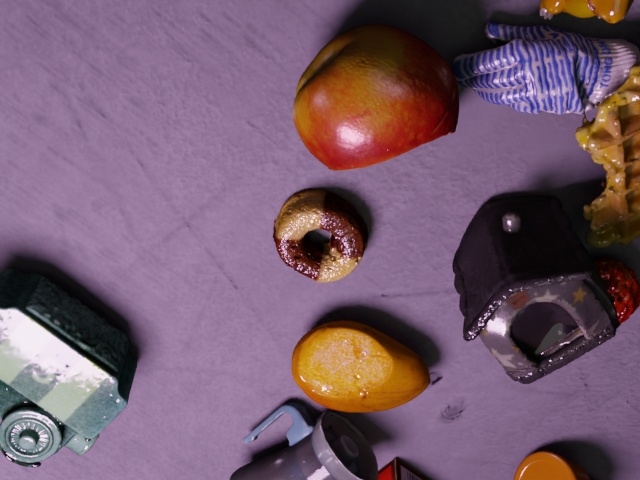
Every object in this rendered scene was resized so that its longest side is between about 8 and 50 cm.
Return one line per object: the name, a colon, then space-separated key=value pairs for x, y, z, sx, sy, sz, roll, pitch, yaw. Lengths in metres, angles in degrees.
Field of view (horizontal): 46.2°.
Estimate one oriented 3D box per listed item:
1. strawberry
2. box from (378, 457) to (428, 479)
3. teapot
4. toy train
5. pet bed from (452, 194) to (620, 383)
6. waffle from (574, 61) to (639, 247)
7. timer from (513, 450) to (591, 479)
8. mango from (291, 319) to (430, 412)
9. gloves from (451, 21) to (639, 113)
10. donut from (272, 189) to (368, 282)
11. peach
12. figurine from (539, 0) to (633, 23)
strawberry: x=0.386 y=0.110 z=1.091 sx=0.121 sy=0.082 sz=0.188 roll=33 pitch=112 yaw=-17
box: x=0.169 y=0.504 z=1.324 sx=0.239 sy=0.074 sz=0.153 roll=38 pitch=110 yaw=-15
teapot: x=-0.039 y=0.385 z=1.229 sx=0.225 sy=0.171 sz=0.203 roll=-43 pitch=79 yaw=15
toy train: x=-0.434 y=0.191 z=1.140 sx=0.238 sy=0.167 sz=0.299 roll=-43 pitch=110 yaw=12
pet bed: x=0.269 y=0.050 z=0.988 sx=0.183 sy=0.211 sz=0.159 roll=-34 pitch=114 yaw=22
waffle: x=0.438 y=-0.117 z=0.934 sx=0.281 sy=0.058 sz=0.301 roll=-8 pitch=128 yaw=-15
timer: x=0.420 y=0.426 z=1.255 sx=0.152 sy=0.132 sz=0.132 roll=16 pitch=121 yaw=-34
mango: x=0.062 y=0.194 z=1.144 sx=0.217 sy=0.102 sz=0.141 roll=10 pitch=95 yaw=-6
gloves: x=0.276 y=-0.212 z=0.921 sx=0.229 sy=0.097 sz=0.119 roll=-2 pitch=89 yaw=9
donut: x=0.000 y=0.000 z=1.064 sx=0.140 sy=0.059 sz=0.141 roll=0 pitch=117 yaw=0
peach: x=0.070 y=-0.158 z=0.903 sx=0.192 sy=0.190 sz=0.190 roll=34 pitch=115 yaw=-16
figurine: x=0.307 y=-0.302 z=0.820 sx=0.121 sy=0.176 sz=0.122 roll=2 pitch=107 yaw=0
